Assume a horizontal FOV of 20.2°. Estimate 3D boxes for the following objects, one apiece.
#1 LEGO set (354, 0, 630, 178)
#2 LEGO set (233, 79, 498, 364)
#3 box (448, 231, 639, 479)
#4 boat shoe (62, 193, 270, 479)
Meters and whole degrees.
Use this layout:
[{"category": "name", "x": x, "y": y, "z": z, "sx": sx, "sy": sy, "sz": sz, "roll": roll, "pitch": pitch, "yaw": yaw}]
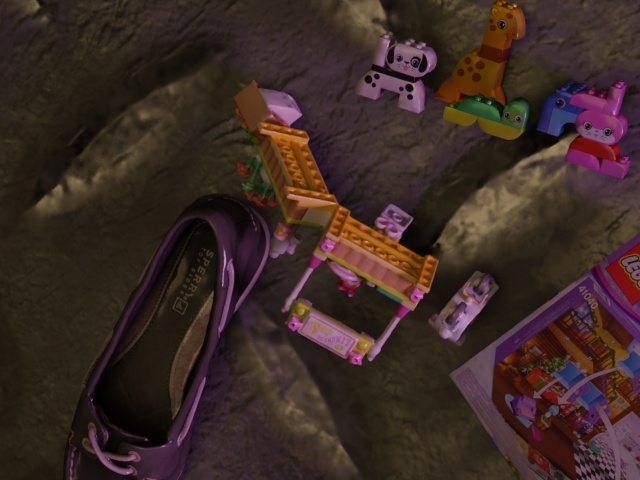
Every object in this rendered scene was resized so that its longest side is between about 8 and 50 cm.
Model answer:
[{"category": "LEGO set", "x": 0.154, "y": -0.136, "z": 1.440, "sx": 0.227, "sy": 0.087, "sz": 0.093, "roll": 19, "pitch": 112, "yaw": 16}, {"category": "LEGO set", "x": 0.000, "y": 0.000, "z": 1.480, "sx": 0.287, "sy": 0.132, "sz": 0.107, "roll": 41, "pitch": 123, "yaw": 15}, {"category": "box", "x": 0.261, "y": 0.164, "z": 1.387, "sx": 0.201, "sy": 0.057, "sz": 0.293, "roll": -38, "pitch": 65, "yaw": 10}, {"category": "boat shoe", "x": -0.149, "y": 0.113, "z": 1.536, "sx": 0.112, "sy": 0.095, "sz": 0.335, "roll": 27, "pitch": 99, "yaw": 15}]
